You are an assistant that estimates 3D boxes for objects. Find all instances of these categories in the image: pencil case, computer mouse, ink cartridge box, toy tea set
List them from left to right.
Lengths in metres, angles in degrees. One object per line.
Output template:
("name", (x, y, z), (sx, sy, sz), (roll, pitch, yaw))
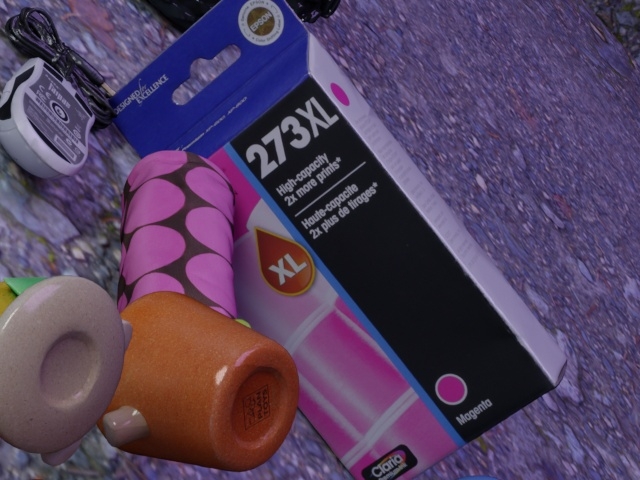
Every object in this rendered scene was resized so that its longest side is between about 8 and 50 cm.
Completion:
("toy tea set", (-0.148, 0.107, 0.803), (0.124, 0.200, 0.336), (14, -5, 37))
("computer mouse", (-0.195, -0.093, 1.093), (0.106, 0.042, 0.193), (50, 17, -20))
("pencil case", (-0.099, 0.032, 1.033), (0.095, 0.098, 0.209), (2, 36, -2))
("ink cartridge box", (0.000, 0.000, 1.150), (0.371, 0.176, 0.069), (52, 23, 0))

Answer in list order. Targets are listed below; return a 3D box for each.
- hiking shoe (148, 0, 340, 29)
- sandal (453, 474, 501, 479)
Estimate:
("hiking shoe", (-0.098, -0.263, 1.478), (0.132, 0.113, 0.304), (30, 18, 28))
("sandal", (0.112, 0.278, 1.042), (0.138, 0.126, 0.317), (34, 27, -29))
